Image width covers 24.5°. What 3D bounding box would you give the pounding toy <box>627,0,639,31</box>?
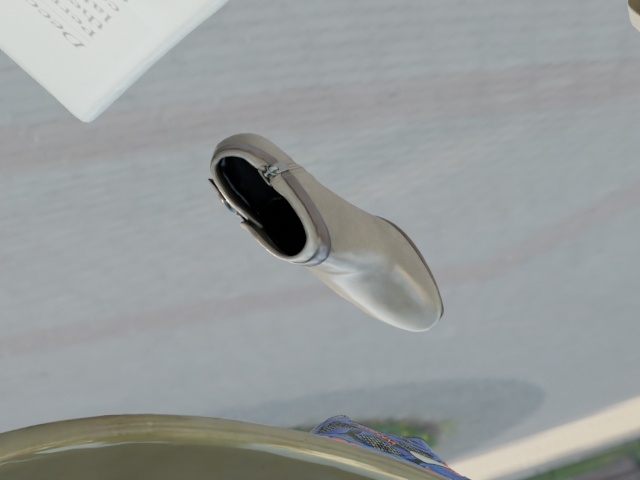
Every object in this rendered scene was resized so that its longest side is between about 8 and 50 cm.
[{"bbox_3d":[0.190,-0.120,0.610,0.154,0.269,0.155,6,144,24],"label":"pounding toy"}]

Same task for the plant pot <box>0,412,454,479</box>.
[{"bbox_3d":[-0.028,0.249,0.374,0.323,0.323,0.280,-2,126,-45],"label":"plant pot"}]

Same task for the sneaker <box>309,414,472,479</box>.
[{"bbox_3d":[0.083,0.193,1.128,0.083,0.221,0.087,-57,-171,25],"label":"sneaker"}]

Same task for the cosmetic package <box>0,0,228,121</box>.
[{"bbox_3d":[-0.080,-0.299,0.612,0.329,0.327,0.394,-51,-169,-16],"label":"cosmetic package"}]

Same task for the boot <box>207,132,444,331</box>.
[{"bbox_3d":[0.000,0.000,0.628,0.042,0.118,0.087,-51,172,10],"label":"boot"}]
